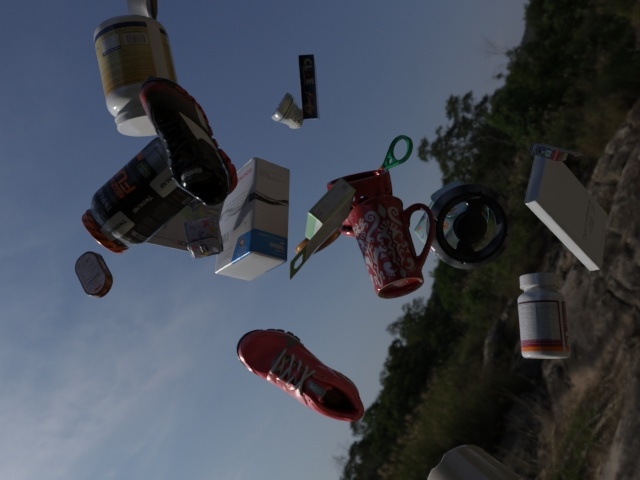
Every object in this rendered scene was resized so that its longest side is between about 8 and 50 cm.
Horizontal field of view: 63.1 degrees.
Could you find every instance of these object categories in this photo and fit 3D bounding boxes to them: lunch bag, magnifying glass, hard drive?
[{"bbox_3d":[-0.253,-0.006,1.136,0.053,0.071,0.083,-4,-96,-85],"label":"lunch bag"},{"bbox_3d":[0.240,-0.271,1.818,0.026,0.092,0.231,6,-42,-39],"label":"magnifying glass"},{"bbox_3d":[0.492,-0.079,1.939,0.262,0.160,0.223,-63,22,19],"label":"lunch bag"},{"bbox_3d":[0.770,-0.099,1.616,0.047,0.353,0.233,-20,38,51],"label":"hard drive"}]

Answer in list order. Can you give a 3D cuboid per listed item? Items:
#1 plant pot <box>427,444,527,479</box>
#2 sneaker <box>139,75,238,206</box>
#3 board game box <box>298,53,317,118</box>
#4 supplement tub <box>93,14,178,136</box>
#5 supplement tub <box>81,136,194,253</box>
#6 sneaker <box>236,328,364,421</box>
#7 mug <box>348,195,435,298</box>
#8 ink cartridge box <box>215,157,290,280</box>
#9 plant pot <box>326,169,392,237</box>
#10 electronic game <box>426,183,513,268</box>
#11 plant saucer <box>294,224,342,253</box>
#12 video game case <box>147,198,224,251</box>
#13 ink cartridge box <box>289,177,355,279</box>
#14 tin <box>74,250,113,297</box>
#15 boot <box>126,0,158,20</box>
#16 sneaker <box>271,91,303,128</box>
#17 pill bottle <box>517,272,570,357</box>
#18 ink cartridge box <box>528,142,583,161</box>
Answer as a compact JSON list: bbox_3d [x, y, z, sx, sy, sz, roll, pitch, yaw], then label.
[{"bbox_3d":[0.456,0.727,1.388,0.305,0.333,0.334,35,111,62],"label":"plant pot"},{"bbox_3d":[-0.251,-0.177,0.992,0.135,0.097,0.276,-93,-22,-57],"label":"sneaker"},{"bbox_3d":[-0.030,-0.426,1.482,0.243,0.042,0.165,-85,-9,-77],"label":"board game box"},{"bbox_3d":[-0.567,-0.509,1.636,0.228,0.228,0.316,1,-104,-73],"label":"supplement tub"},{"bbox_3d":[-0.530,-0.130,1.561,0.338,0.207,0.207,-42,-17,2],"label":"supplement tub"},{"bbox_3d":[-0.031,0.285,1.109,0.116,0.313,0.136,-59,11,-8],"label":"sneaker"},{"bbox_3d":[0.137,0.007,0.977,0.113,0.169,0.150,11,-36,-39],"label":"mug"},{"bbox_3d":[-0.262,-0.078,2.021,0.285,0.166,0.395,-27,54,48],"label":"ink cartridge box"},{"bbox_3d":[0.128,-0.109,1.552,0.191,0.191,0.174,-36,-66,-63],"label":"plant pot"},{"bbox_3d":[0.396,-0.036,1.387,0.048,0.229,0.229,-75,2,-80],"label":"electronic game"},{"bbox_3d":[0.000,0.000,1.882,0.200,0.037,0.200,-32,-11,-7],"label":"plant saucer"},{"bbox_3d":[-0.511,-0.131,1.916,0.036,0.299,0.329,24,99,65],"label":"video game case"},{"bbox_3d":[-0.014,-0.023,1.255,0.235,0.056,0.171,-46,-10,-16],"label":"ink cartridge box"},{"bbox_3d":[-0.810,0.120,1.857,0.106,0.190,0.040,-42,-27,5],"label":"tin"},{"bbox_3d":[-0.550,-0.796,1.680,0.115,0.112,0.305,-60,7,-24],"label":"boot"},{"bbox_3d":[-0.086,-0.395,1.612,0.094,0.091,0.258,-55,6,14],"label":"sneaker"},{"bbox_3d":[0.598,0.204,1.405,0.121,0.121,0.221,52,-142,-71],"label":"pill bottle"},{"bbox_3d":[0.586,-0.216,1.299,0.062,0.115,0.029,-13,-58,-46],"label":"ink cartridge box"}]
